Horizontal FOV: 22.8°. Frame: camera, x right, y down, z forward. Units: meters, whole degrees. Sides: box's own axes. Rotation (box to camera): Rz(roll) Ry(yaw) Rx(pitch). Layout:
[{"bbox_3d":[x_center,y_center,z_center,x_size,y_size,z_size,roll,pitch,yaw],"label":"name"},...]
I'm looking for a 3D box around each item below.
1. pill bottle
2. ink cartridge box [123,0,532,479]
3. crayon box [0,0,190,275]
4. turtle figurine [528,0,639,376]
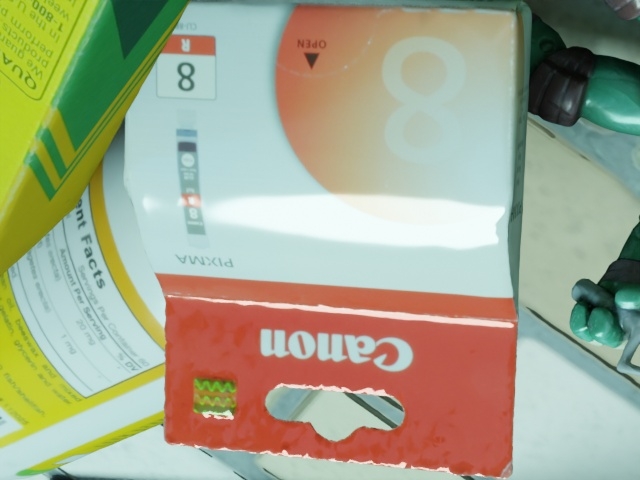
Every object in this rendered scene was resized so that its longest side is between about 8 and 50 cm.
[{"bbox_3d":[-0.074,0.010,0.709,0.246,0.136,0.136,-25,112,32],"label":"pill bottle"},{"bbox_3d":[0.000,0.000,0.581,0.145,0.045,0.179,4,99,15],"label":"ink cartridge box"},{"bbox_3d":[-0.150,-0.104,0.521,0.202,0.081,0.318,42,144,0],"label":"crayon box"},{"bbox_3d":[0.150,-0.036,0.592,0.234,0.118,0.175,40,117,12],"label":"turtle figurine"}]
